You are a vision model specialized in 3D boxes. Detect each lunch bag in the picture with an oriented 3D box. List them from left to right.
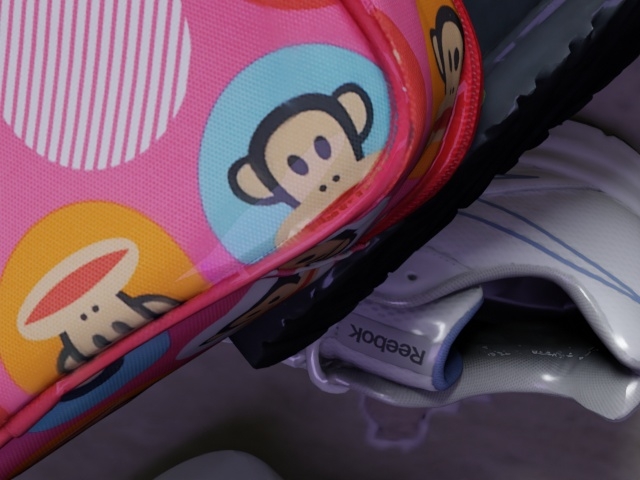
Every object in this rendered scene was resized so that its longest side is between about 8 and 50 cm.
[{"bbox_3d":[-0.127,-0.060,0.522,0.293,0.120,0.258,-33,88,22],"label":"lunch bag"}]

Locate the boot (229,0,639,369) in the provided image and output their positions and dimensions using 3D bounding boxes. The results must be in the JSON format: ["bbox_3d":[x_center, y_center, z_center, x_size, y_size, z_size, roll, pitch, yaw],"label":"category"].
[{"bbox_3d":[-0.002,-0.107,0.584,0.246,0.094,0.207,-42,79,17],"label":"boot"}]

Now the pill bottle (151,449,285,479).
[{"bbox_3d":[0.015,0.230,0.799,0.162,0.162,0.278,-34,117,17],"label":"pill bottle"}]

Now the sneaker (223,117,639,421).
[{"bbox_3d":[0.000,0.000,0.679,0.297,0.129,0.111,5,123,-4],"label":"sneaker"}]
